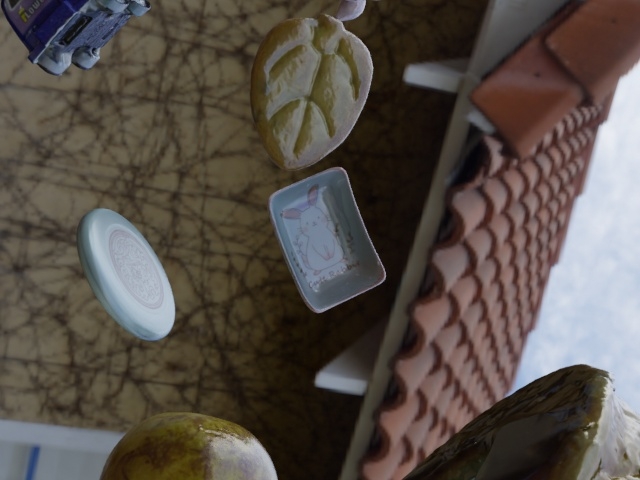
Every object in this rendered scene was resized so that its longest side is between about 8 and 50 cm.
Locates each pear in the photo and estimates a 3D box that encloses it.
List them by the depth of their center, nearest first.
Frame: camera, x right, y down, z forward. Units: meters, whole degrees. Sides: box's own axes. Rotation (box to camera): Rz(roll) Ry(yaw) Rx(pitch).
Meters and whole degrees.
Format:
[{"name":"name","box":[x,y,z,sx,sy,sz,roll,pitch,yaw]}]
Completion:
[{"name":"pear","box":[-0.195,0.383,1.391,0.281,0.280,0.281,-170,-90,-74]}]

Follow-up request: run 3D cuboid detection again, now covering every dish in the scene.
[{"name":"dish","box":[0.000,0.000,1.603,0.212,0.151,0.077,68,-20,-7]}]

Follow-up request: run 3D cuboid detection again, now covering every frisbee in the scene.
[{"name":"frisbee","box":[-0.143,0.025,0.719,0.014,0.110,0.110,-29,-143,14]}]

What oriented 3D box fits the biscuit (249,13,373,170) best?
[{"name":"biscuit","box":[-0.019,-0.238,1.562,0.041,0.203,0.260,27,-80,69]}]

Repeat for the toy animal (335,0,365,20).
[{"name":"toy animal","box":[0.112,-0.496,1.820,0.212,0.124,0.124,-60,-169,-18]}]

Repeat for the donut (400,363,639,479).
[{"name":"donut","box":[0.144,0.250,0.767,0.330,0.160,0.330,-42,176,-4]}]

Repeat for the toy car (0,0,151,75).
[{"name":"toy car","box":[-0.408,-0.387,1.585,0.172,0.158,0.235,-40,180,17]}]
